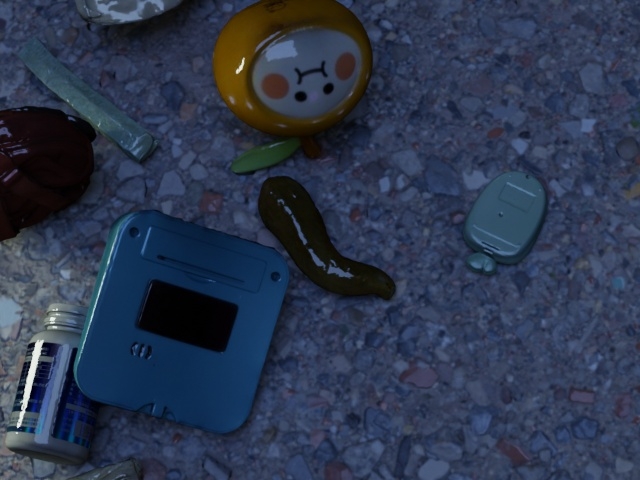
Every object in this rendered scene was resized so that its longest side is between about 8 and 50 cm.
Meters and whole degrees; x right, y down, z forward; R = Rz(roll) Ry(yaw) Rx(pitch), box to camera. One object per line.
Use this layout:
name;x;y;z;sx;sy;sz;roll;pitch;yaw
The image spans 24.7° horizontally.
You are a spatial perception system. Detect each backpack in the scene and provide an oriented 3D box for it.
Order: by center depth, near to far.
backpack;-0.403;-0.095;1.897;0.229;0.229;0.138;-14;75;1

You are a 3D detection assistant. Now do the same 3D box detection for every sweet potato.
sweet potato;-0.003;0.005;1.911;0.081;0.062;0.233;-41;76;-10

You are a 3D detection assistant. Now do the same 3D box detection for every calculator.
calculator;0.241;-0.023;1.915;0.095;0.021;0.153;27;73;13

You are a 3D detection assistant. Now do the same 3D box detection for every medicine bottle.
medicine bottle;-0.329;0.182;1.857;0.107;0.107;0.191;8;72;8

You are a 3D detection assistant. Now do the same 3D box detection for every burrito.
burrito;-0.311;0.330;1.842;0.188;0.045;0.058;-22;46;0

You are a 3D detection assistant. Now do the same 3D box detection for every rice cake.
rice cake;-0.321;-0.193;2.013;0.245;0.042;0.045;39;82;15

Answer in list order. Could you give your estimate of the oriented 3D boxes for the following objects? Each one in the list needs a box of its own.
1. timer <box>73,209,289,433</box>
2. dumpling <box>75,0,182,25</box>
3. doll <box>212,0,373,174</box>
timer;-0.180;0.103;1.852;0.232;0.091;0.250;19;83;-18
dumpling;-0.237;-0.465;2.030;0.260;0.181;0.341;-3;49;-5
doll;-0.033;-0.207;1.932;0.213;0.236;0.213;-5;28;3
